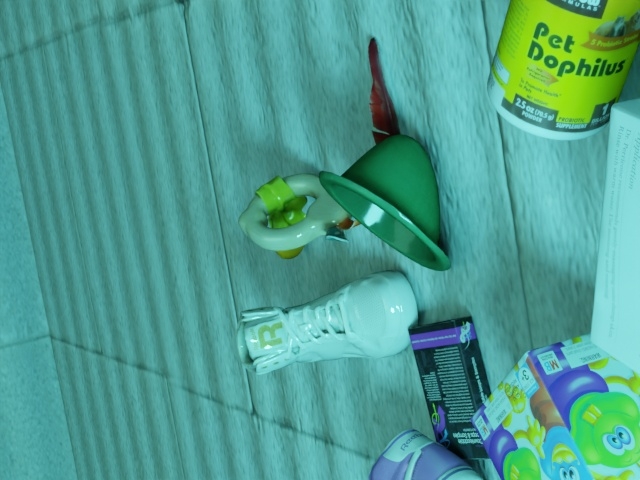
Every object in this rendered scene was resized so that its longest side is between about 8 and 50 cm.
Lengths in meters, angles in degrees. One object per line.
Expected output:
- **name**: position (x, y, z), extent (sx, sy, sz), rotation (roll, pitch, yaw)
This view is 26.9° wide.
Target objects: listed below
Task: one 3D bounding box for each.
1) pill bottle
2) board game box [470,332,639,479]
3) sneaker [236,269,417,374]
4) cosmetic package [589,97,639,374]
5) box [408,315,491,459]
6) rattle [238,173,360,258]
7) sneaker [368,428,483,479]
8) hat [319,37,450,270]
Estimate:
- **pill bottle**: position (0.221, -0.199, 1.138), extent (0.117, 0.117, 0.215), rotation (54, 146, 38)
- **board game box**: position (0.275, 0.233, 1.201), extent (0.275, 0.142, 0.144), rotation (64, 151, 25)
- **sneaker**: position (-0.006, 0.116, 1.686), extent (0.292, 0.169, 0.108), rotation (-31, 72, 62)
- **cosmetic package**: position (0.368, 0.044, 0.918), extent (0.385, 0.156, 0.217), rotation (38, 135, 51)
- **box**: position (0.156, 0.172, 1.543), extent (0.116, 0.029, 0.162), rotation (-19, 84, 65)
- **rattle**: position (0.000, 0.000, 1.735), extent (0.199, 0.130, 0.143), rotation (11, 126, 34)
- **sneaker**: position (0.122, 0.351, 1.600), extent (0.161, 0.102, 0.282), rotation (36, 130, 46)
- **hat**: position (0.112, -0.097, 1.513), extent (0.208, 0.183, 0.173), rotation (39, 171, -19)
